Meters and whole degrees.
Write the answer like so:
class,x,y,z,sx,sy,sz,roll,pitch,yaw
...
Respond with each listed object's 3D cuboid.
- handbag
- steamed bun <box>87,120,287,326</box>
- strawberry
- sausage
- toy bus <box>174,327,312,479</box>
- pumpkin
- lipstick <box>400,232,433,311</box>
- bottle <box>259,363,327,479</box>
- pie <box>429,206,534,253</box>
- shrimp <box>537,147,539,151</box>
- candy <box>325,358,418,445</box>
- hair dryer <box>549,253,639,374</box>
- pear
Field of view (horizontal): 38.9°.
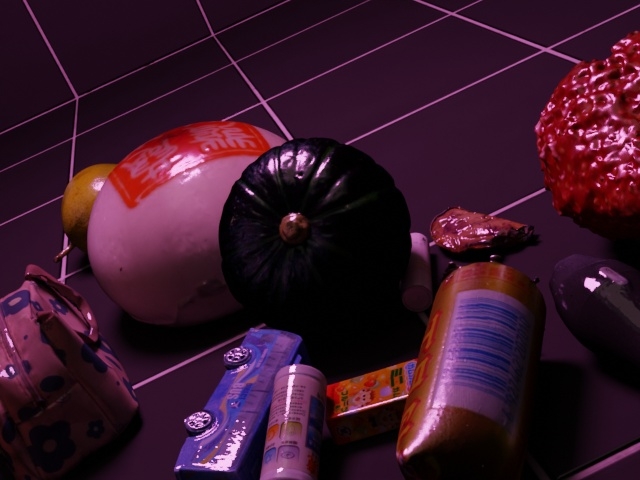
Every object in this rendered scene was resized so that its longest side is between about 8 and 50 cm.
class,x,y,z,sx,sy,sz,roll,pitch,yaw
handbag,-0.363,0.161,1.162,0.190,0.193,0.251,-35,26,-12
steamed bun,-0.184,-0.048,1.368,0.374,0.241,0.374,-21,22,9
strawberry,0.366,-0.085,0.981,0.261,0.261,0.258,-12,58,25
sausage,0.134,0.158,0.828,0.117,0.125,0.317,-7,33,25
toy bus,-0.079,0.194,0.996,0.094,0.079,0.236,4,34,18
pumpkin,0.000,0.000,1.157,0.248,0.248,0.248,-20,25,10
lipstick,0.122,0.037,1.158,0.040,0.040,0.141,-18,26,13
bottle,-0.031,0.222,0.884,0.060,0.060,0.217,-14,40,21
pie,0.201,-0.012,1.193,0.092,0.034,0.170,-34,27,-28
shrimp,0.383,-0.120,1.229,0.217,0.051,0.115,11,44,48
candy,0.066,0.168,0.954,0.122,0.038,0.062,-19,26,12
hair dryer,0.383,0.048,0.872,0.271,0.091,0.235,-26,34,-12
pear,-0.404,-0.039,1.655,0.216,0.166,0.180,-47,39,3
